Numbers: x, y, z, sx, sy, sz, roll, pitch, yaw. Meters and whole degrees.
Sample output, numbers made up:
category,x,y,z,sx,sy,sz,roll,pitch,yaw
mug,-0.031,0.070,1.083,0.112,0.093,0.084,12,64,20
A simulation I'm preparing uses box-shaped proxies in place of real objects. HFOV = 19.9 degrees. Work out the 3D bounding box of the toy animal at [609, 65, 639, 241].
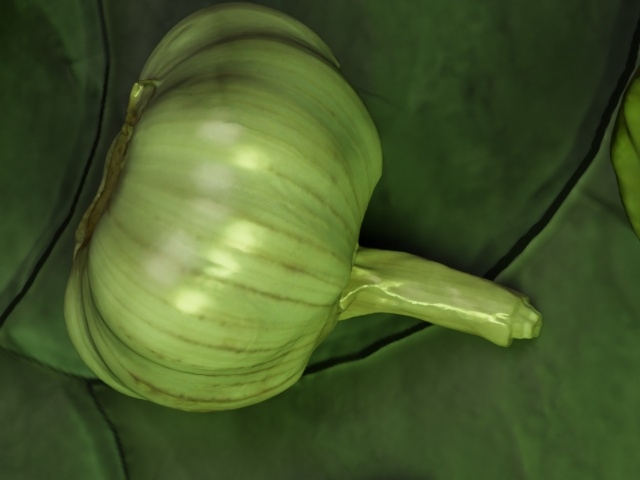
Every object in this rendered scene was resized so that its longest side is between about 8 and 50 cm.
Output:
category,x,y,z,sx,sy,sz,roll,pitch,yaw
toy animal,0.266,-0.124,0.778,0.181,0.180,0.363,31,86,13

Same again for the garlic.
category,x,y,z,sx,sy,sz,roll,pitch,yaw
garlic,0.000,0.000,0.877,0.226,0.199,0.199,17,75,-8
